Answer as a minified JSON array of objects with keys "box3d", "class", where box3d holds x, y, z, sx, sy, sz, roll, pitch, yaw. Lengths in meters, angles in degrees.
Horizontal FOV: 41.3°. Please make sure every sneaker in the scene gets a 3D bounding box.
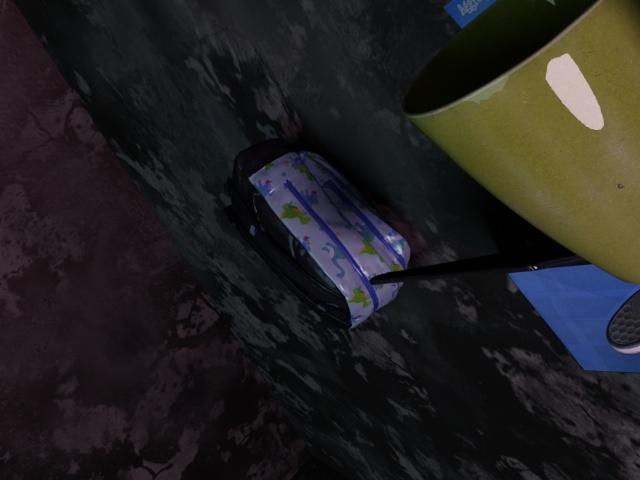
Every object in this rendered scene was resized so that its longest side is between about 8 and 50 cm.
[{"box3d":[0.470,0.106,1.034,0.163,0.226,0.086,55,-177,-31],"class":"sneaker"}]

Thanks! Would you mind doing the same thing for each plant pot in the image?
[{"box3d":[0.280,-0.106,0.856,0.293,0.275,0.275,48,157,-16],"class":"plant pot"}]

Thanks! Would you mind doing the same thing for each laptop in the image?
[{"box3d":[0.355,0.124,1.240,0.382,0.408,0.236,-13,87,63],"class":"laptop"}]

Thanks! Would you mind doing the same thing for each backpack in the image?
[{"box3d":[0.000,0.000,1.639,0.355,0.274,0.290,60,161,24],"class":"backpack"}]

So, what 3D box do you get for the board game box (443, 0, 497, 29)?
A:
[{"box3d":[0.262,-0.279,0.968,0.145,0.027,0.281,47,157,-7],"class":"board game box"}]
